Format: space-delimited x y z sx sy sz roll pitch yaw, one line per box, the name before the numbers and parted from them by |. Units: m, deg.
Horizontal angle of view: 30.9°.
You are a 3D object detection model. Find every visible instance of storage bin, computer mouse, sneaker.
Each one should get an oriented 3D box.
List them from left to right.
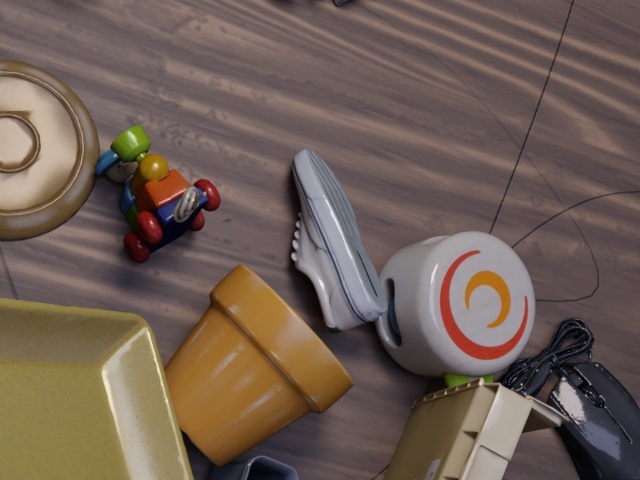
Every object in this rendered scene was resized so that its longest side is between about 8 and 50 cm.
storage bin | -0.103 0.328 1.401 0.098 0.091 0.135 31 66 -38
sneaker | 0.000 0.000 1.525 0.094 0.091 0.258 26 40 -58
storage bin | 0.163 0.321 1.425 0.123 0.260 0.262 30 69 -8
computer mouse | 0.388 0.257 1.626 0.188 0.072 0.272 -36 92 -25

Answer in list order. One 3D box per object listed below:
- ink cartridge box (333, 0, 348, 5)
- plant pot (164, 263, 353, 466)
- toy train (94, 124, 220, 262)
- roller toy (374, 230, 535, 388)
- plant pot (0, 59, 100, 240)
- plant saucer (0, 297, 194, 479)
ink cartridge box | 0.034 -0.513 1.676 0.186 0.065 0.311 -28 87 -25
plant pot | -0.096 0.165 1.406 0.188 0.205 0.205 -43 95 -8
toy train | -0.197 -0.078 1.385 0.105 0.248 0.143 -32 86 -24
roller toy | 0.175 0.085 1.543 0.191 0.146 0.209 44 64 -18
plant pot | -0.389 -0.117 1.436 0.236 0.032 0.236 5 77 -21
plant saucer | -0.255 0.233 1.182 0.081 0.333 0.332 -24 73 20
